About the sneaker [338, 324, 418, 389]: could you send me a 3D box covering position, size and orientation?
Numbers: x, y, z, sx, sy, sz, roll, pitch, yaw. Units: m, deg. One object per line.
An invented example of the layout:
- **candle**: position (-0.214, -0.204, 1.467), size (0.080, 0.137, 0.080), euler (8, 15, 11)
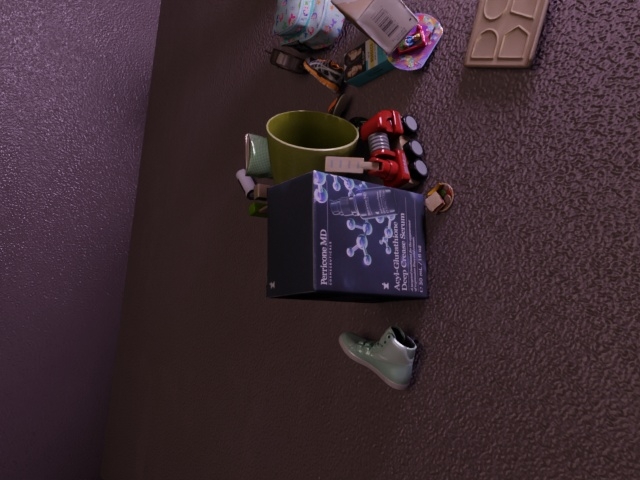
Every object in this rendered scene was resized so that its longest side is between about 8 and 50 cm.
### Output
- **sneaker**: position (0.164, 0.282, 1.606), size (0.255, 0.094, 0.151), euler (30, 114, 40)

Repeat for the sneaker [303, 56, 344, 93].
- **sneaker**: position (0.019, -0.574, 1.957), size (0.083, 0.084, 0.215), euler (-52, 49, 15)

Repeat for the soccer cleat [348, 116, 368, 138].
- **soccer cleat**: position (0.129, -0.340, 1.772), size (0.179, 0.072, 0.060), euler (45, 118, 46)

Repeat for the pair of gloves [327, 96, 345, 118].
- **pair of gloves**: position (0.053, -0.432, 1.935), size (0.074, 0.010, 0.083), euler (-53, 47, 32)

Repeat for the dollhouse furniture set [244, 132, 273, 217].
- **dollhouse furniture set**: position (-0.139, -0.237, 1.995), size (0.151, 0.197, 0.302), euler (-19, 70, 51)

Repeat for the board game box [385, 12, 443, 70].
- **board game box**: position (0.254, -0.564, 1.618), size (0.133, 0.033, 0.169), euler (34, 95, 23)

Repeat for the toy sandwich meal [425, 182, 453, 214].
- **toy sandwich meal**: position (0.314, -0.113, 1.533), size (0.085, 0.029, 0.086), euler (-12, 75, 51)

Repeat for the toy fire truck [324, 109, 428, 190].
- **toy fire truck**: position (0.144, -0.248, 1.596), size (0.158, 0.246, 0.217), euler (-28, 63, 46)

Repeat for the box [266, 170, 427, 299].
- **box**: position (0.073, 0.009, 1.525), size (0.211, 0.395, 0.294), euler (-13, 74, 51)

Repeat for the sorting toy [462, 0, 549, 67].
- **sorting toy**: position (0.471, -0.573, 1.410), size (0.229, 0.041, 0.308), euler (25, 104, 55)

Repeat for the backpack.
- **backpack**: position (-0.035, -0.772, 1.973), size (0.253, 0.191, 0.225), euler (14, 95, 47)

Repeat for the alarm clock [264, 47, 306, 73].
- **alarm clock**: position (-0.104, -0.636, 2.080), size (0.192, 0.129, 0.064), euler (29, 109, 33)

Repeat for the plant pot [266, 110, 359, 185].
- **plant pot**: position (-0.037, -0.207, 1.776), size (0.275, 0.274, 0.294), euler (48, 141, 44)

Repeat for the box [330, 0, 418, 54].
- **box**: position (0.147, -0.662, 1.662), size (0.121, 0.148, 0.311), euler (-47, 29, 16)

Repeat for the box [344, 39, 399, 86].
- **box**: position (0.173, -0.562, 1.763), size (0.244, 0.060, 0.101), euler (-14, 73, 50)

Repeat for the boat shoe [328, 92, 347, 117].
- **boat shoe**: position (0.048, -0.422, 1.892), size (0.042, 0.048, 0.133), euler (42, 124, 31)

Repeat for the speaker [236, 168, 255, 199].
- **speaker**: position (-0.291, -0.224, 2.303), size (0.055, 0.055, 0.136), euler (-57, 45, 29)
